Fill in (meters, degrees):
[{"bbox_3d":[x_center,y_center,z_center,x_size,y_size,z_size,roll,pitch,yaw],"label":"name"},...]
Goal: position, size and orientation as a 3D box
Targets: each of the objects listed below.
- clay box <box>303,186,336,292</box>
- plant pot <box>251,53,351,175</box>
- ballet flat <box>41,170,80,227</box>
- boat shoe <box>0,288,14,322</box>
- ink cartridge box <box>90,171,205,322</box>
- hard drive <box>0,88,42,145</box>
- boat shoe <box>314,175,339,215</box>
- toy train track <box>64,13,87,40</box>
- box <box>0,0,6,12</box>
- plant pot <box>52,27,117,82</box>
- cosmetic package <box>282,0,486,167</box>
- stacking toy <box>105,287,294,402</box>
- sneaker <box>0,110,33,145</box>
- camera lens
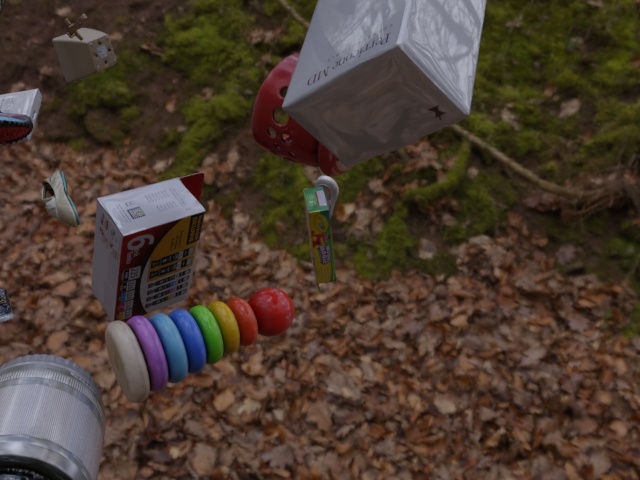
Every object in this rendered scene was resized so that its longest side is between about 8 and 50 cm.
[{"bbox_3d":[0.000,0.000,1.765,0.053,0.222,0.127,-9,30,-2],"label":"clay box"},{"bbox_3d":[-0.002,-0.224,1.369,0.174,0.191,0.191,26,16,22],"label":"plant pot"},{"bbox_3d":[-0.746,-0.109,2.135,0.086,0.086,0.248,8,30,-34],"label":"ballet flat"},{"bbox_3d":[-0.966,0.196,2.257,0.065,0.083,0.183,-16,11,-21],"label":"boat shoe"},{"bbox_3d":[-0.375,0.017,1.746,0.272,0.309,0.130,-21,57,-34],"label":"ink cartridge box"},{"bbox_3d":[-0.937,-0.323,2.067,0.308,0.040,0.203,-9,47,4],"label":"hard drive"},{"bbox_3d":[0.004,-0.097,2.011,0.066,0.184,0.063,19,55,1],"label":"boat shoe"},{"bbox_3d":[-0.466,-0.406,1.427,0.048,0.083,0.014,51,51,-15],"label":"toy train track"},{"bbox_3d":[-0.645,-0.461,1.270,0.231,0.056,0.183,6,50,-9],"label":"box"},{"bbox_3d":[-0.561,-0.451,1.819,0.096,0.109,0.109,5,31,30],"label":"plant pot"},{"bbox_3d":[0.119,-0.359,1.169,0.230,0.453,0.161,-20,-46,41],"label":"cosmetic package"},{"bbox_3d":[-0.194,0.159,1.307,0.330,0.141,0.141,-18,31,-26],"label":"stacking toy"},{"bbox_3d":[-0.789,-0.297,1.716,0.262,0.125,0.104,3,-22,-5],"label":"sneaker"},{"bbox_3d":[-0.452,0.331,1.159,0.220,0.219,0.274,14,21,-15],"label":"camera lens"}]
